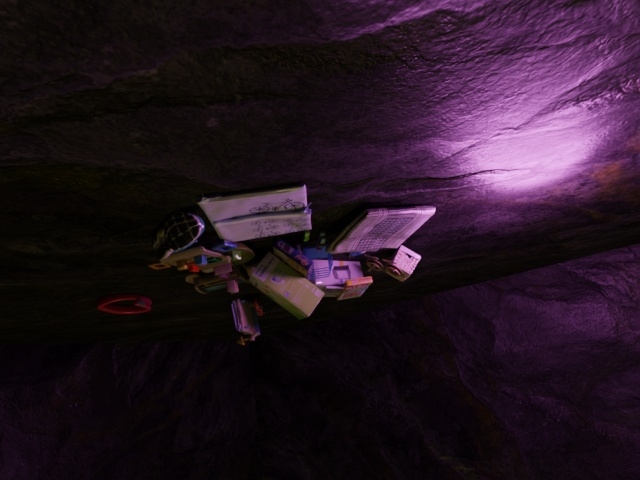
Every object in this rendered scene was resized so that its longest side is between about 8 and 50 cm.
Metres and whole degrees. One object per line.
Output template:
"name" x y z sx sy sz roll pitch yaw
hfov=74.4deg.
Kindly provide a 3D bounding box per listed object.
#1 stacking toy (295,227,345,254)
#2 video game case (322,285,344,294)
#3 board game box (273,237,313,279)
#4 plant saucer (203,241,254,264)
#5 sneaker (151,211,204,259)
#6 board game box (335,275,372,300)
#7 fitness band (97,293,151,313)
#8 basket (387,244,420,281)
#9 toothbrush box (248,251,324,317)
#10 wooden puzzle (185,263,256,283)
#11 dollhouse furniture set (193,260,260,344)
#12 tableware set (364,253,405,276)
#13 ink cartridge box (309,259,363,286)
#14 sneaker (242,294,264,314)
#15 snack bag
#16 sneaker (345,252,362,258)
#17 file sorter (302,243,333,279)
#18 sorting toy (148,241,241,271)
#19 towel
"stacking toy" 0.000 0.000 1.621 0.166 0.052 0.221 -6 157 -15
"video game case" 0.058 0.238 1.990 0.087 0.011 0.122 3 157 -10
"board game box" -0.110 0.089 1.683 0.165 0.042 0.243 35 162 7
"plant saucer" -0.373 0.052 1.607 0.240 0.037 0.241 -9 162 -3
"sneaker" -0.429 -0.023 1.303 0.110 0.107 0.275 -19 178 -44
"board game box" 0.157 0.237 2.035 0.124 0.039 0.259 -7 160 -13
"fitness band" -0.970 0.317 2.094 0.208 0.054 0.291 -7 161 1
"basket" 0.385 0.113 1.994 0.113 0.103 0.167 30 160 6
"toothbrush box" -0.146 0.193 1.740 0.283 0.122 0.206 38 161 -2
"wooden puzzle" -0.434 0.142 1.850 0.238 0.044 0.221 -21 159 19
"dollhouse furniture set" -0.392 0.273 1.704 0.198 0.304 0.286 -15 163 2
"tableware set" 0.291 0.131 1.963 0.194 0.039 0.128 14 154 43
"ink cartridge box" 0.026 0.191 2.072 0.306 0.131 0.226 4 155 -38
"sneaker" -0.408 0.397 2.533 0.135 0.098 0.276 -9 160 -3
"snack bag" -0.185 -0.077 1.315 0.322 0.037 0.342 -8 162 -4
"sneaker" 0.133 0.038 1.780 0.084 0.058 0.152 -23 165 14
"file sorter" -0.011 0.094 1.807 0.118 0.105 0.170 -7 162 -5
"sorting toy" -0.447 0.080 1.516 0.347 0.047 0.196 -14 162 15
"towel" 0.216 -0.028 1.553 0.312 0.056 0.324 -5 156 -30
